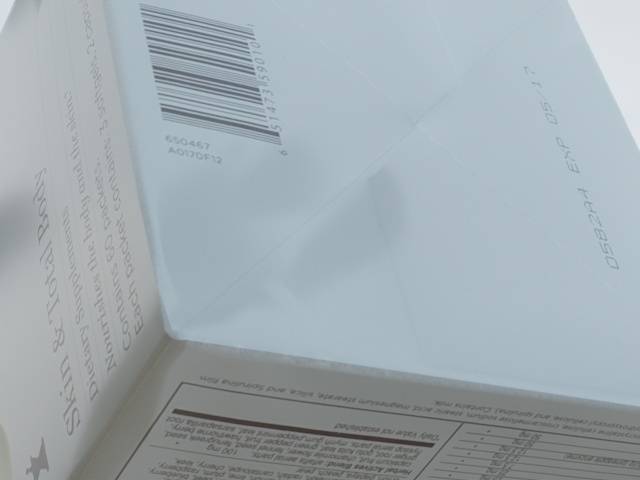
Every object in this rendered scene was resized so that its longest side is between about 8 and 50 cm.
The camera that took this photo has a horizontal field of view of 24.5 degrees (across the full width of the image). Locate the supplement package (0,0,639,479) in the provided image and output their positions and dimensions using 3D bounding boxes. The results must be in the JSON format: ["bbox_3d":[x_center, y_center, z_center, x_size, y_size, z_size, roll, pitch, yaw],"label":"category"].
[{"bbox_3d":[-0.031,0.049,0.520,0.198,0.199,0.262,10,-46,-28],"label":"supplement package"}]
